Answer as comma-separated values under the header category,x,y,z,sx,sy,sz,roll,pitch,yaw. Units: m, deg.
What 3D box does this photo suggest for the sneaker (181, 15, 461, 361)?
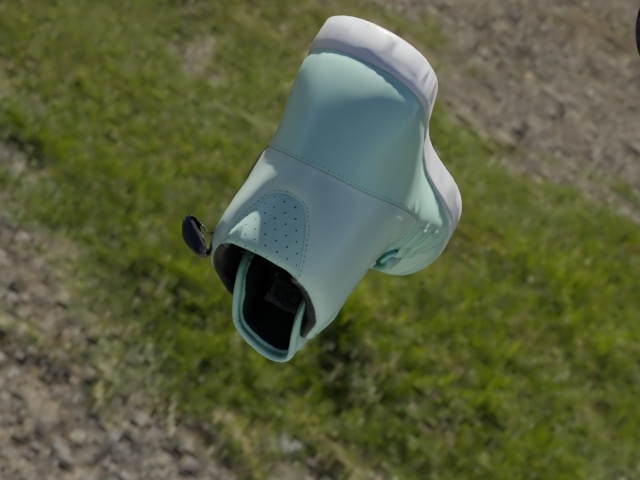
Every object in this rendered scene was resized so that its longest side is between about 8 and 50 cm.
category,x,y,z,sx,sy,sz,roll,pitch,yaw
sneaker,0.000,0.000,0.898,0.094,0.151,0.256,27,-15,16

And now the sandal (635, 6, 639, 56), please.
category,x,y,z,sx,sy,sz,roll,pitch,yaw
sandal,0.313,-0.110,1.008,0.255,0.097,0.054,5,12,19
